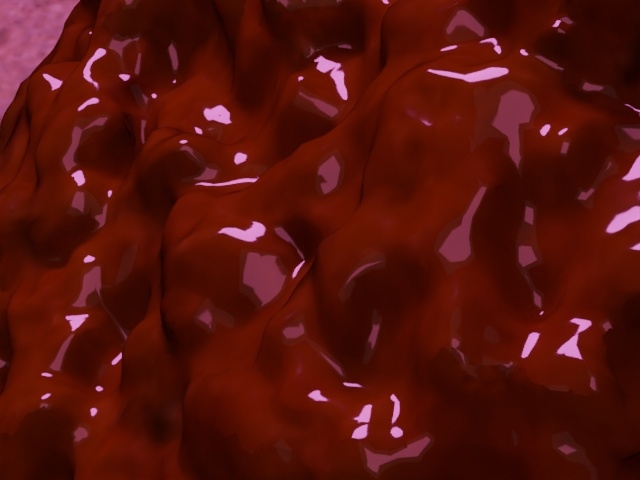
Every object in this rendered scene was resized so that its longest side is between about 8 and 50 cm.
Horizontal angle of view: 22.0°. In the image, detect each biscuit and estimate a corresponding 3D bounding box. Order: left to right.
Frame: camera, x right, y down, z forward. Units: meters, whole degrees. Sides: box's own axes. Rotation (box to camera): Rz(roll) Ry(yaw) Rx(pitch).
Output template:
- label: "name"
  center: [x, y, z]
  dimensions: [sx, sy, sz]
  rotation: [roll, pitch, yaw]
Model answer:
- label: "biscuit"
  center: [0.000, 0.000, 0.535]
  dimensions: [0.312, 0.110, 0.318]
  rotation: [-14, 54, 35]
